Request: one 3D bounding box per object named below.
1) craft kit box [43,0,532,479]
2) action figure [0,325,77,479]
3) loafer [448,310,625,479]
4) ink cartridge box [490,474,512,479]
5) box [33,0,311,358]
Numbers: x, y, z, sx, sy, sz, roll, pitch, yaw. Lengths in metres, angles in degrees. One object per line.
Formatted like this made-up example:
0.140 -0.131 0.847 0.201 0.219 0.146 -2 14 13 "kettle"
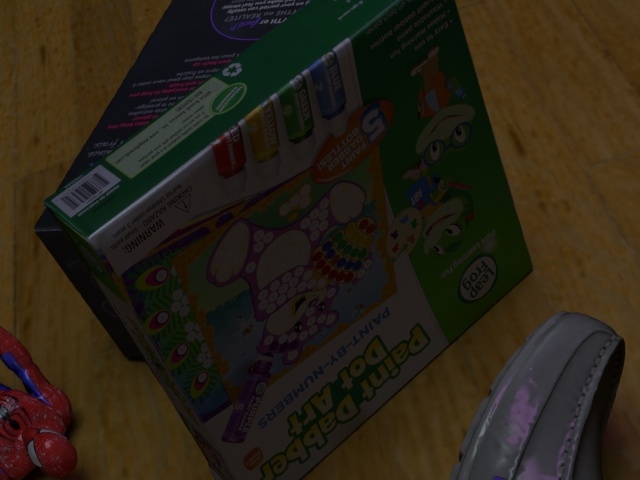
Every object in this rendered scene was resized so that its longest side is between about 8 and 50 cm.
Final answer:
0.000 0.000 0.727 0.250 0.247 0.061 -40 46 -17 "craft kit box"
-0.272 0.081 0.860 0.280 0.139 0.091 22 60 37 "action figure"
0.107 0.176 0.602 0.111 0.112 0.319 9 57 24 "loafer"
0.213 0.211 0.458 0.370 0.069 0.176 14 63 20 "ink cartridge box"
-0.053 -0.058 0.890 0.165 0.143 0.270 -1 46 27 "box"
